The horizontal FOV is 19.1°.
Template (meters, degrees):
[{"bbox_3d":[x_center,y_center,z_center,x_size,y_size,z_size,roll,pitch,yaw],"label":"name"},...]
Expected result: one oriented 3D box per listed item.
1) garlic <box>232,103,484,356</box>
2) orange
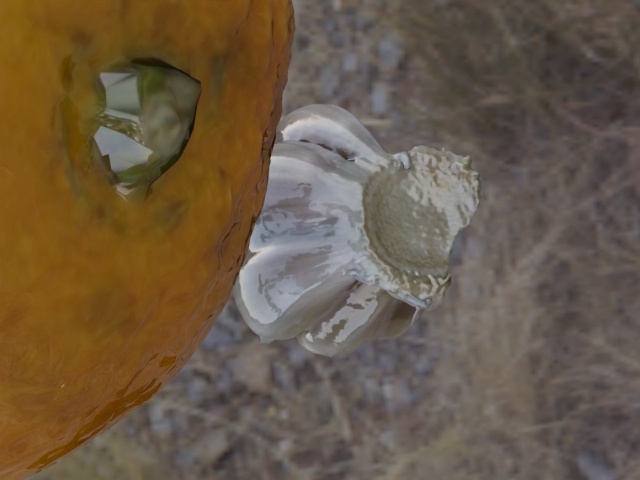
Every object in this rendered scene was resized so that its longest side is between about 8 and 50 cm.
[{"bbox_3d":[0.000,0.000,1.051,0.194,0.127,0.131,147,134,-72],"label":"garlic"},{"bbox_3d":[-0.158,-0.060,0.609,0.312,0.312,0.312,5,97,46],"label":"orange"}]
